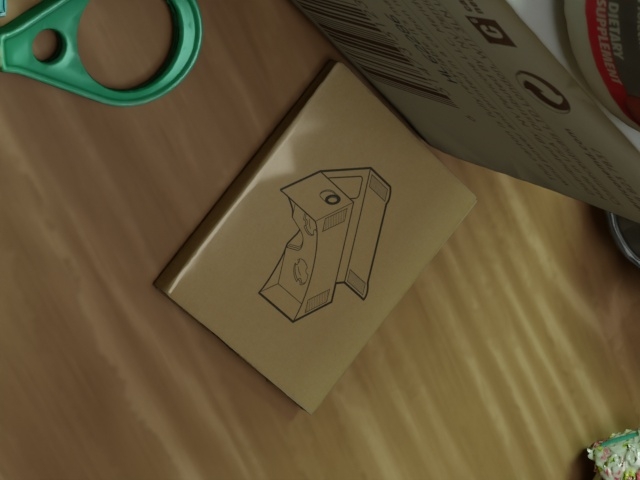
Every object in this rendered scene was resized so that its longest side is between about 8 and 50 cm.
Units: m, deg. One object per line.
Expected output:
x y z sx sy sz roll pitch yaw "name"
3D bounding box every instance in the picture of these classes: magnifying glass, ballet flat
-0.179 -0.120 1.077 0.231 0.026 0.092 -11 110 -27 "magnifying glass"
0.249 0.265 1.434 0.077 0.091 0.241 0 103 0 "ballet flat"

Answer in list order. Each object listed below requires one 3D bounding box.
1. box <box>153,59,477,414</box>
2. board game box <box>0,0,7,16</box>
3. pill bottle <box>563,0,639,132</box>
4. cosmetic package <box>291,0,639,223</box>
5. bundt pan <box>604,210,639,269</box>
0.000 0.000 1.225 0.164 0.021 0.201 42 82 -33 "box"
-0.335 -0.244 0.911 0.336 0.079 0.254 -6 108 -29 "board game box"
0.269 -0.101 0.782 0.176 0.318 0.176 -9 108 -28 "pill bottle"
0.176 -0.270 1.063 0.329 0.327 0.394 41 81 -33 "cosmetic package"
0.382 -0.072 1.313 0.330 0.124 0.331 -1 94 -17 "bundt pan"
